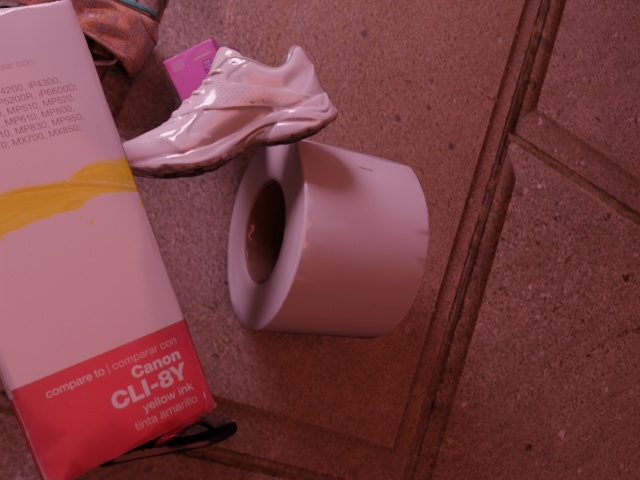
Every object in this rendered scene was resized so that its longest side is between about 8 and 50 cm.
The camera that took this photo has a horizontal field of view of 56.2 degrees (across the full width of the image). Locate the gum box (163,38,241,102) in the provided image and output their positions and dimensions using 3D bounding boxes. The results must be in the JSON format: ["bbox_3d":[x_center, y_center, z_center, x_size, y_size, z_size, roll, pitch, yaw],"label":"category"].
[{"bbox_3d":[-0.121,-0.183,0.754,0.062,0.188,0.107,-23,102,8],"label":"gum box"}]

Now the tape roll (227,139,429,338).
[{"bbox_3d":[0.000,0.000,0.770,0.169,0.246,0.246,10,84,-27],"label":"tape roll"}]

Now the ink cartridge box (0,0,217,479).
[{"bbox_3d":[-0.272,0.000,0.605,0.160,0.279,0.384,-22,99,-25],"label":"ink cartridge box"}]

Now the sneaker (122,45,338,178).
[{"bbox_3d":[-0.105,-0.138,0.628,0.232,0.090,0.115,-21,95,-15],"label":"sneaker"}]

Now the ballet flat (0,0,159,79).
[{"bbox_3d":[-0.344,-0.267,0.681,0.316,0.107,0.106,15,95,-26],"label":"ballet flat"}]

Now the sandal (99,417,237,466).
[{"bbox_3d":[-0.191,0.248,0.764,0.179,0.067,0.040,-4,79,-25],"label":"sandal"}]
